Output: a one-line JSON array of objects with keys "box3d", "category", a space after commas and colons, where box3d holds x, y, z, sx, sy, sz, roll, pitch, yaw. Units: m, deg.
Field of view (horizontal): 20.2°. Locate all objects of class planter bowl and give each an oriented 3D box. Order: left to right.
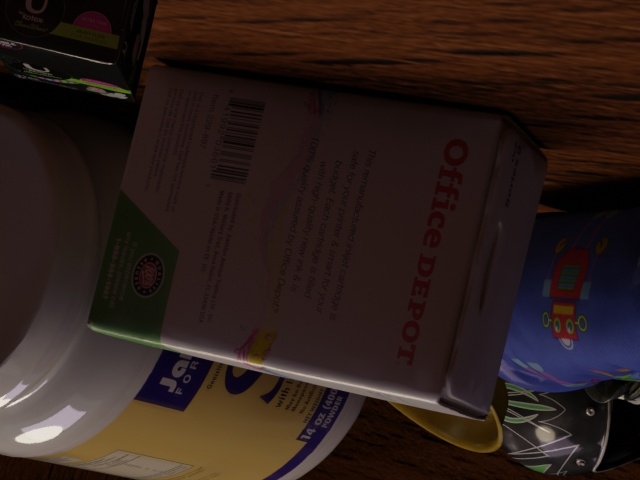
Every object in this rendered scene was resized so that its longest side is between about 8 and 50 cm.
[{"box3d": [0.096, 0.075, 1.532, 0.217, 0.090, 0.217, 37, 159, 17], "category": "planter bowl"}]

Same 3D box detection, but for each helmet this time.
[{"box3d": [0.237, 0.151, 1.735, 0.162, 0.169, 0.169, -3, -175, -41], "category": "helmet"}]

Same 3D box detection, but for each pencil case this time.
[{"box3d": [0.198, 0.034, 1.033, 0.133, 0.119, 0.306, 7, 176, -20], "category": "pencil case"}]

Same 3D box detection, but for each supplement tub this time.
[{"box3d": [-0.140, 0.045, 1.267, 0.241, 0.241, 0.331, 8, 172, 39], "category": "supplement tub"}]

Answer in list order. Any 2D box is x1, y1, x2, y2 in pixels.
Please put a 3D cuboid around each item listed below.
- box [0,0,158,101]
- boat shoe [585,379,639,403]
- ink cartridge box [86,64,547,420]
[{"box3d": [-0.111, -0.100, 0.806, 0.062, 0.052, 0.083, 12, 172, 1], "category": "box"}, {"box3d": [0.244, 0.093, 1.532, 0.114, 0.091, 0.302, 7, 170, 45], "category": "boat shoe"}, {"box3d": [0.000, 0.000, 0.977, 0.212, 0.154, 0.093, 10, 172, 25], "category": "ink cartridge box"}]
